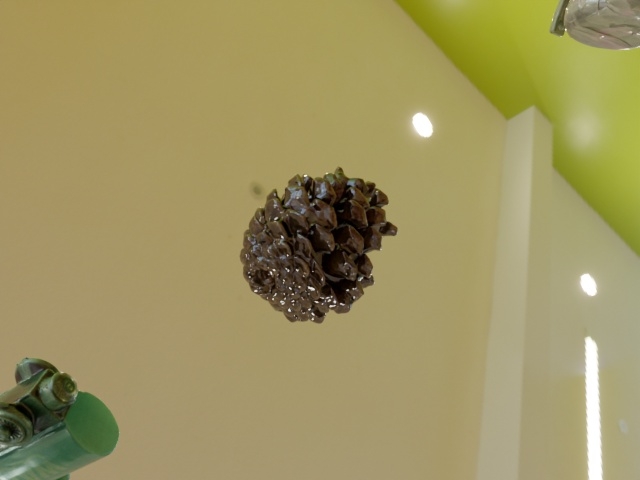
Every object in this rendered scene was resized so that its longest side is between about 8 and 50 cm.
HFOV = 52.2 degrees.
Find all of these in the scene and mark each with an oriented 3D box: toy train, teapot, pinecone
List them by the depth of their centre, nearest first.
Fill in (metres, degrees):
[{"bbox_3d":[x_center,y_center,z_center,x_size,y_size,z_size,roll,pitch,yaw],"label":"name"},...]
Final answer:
[{"bbox_3d":[0.185,-0.160,0.418,0.064,0.083,0.064,11,-92,-29],"label":"teapot"},{"bbox_3d":[-0.353,0.235,0.758,0.159,0.248,0.101,51,-157,-25],"label":"toy train"},{"bbox_3d":[-0.005,0.003,0.848,0.179,0.184,0.204,56,-137,-8],"label":"pinecone"}]
